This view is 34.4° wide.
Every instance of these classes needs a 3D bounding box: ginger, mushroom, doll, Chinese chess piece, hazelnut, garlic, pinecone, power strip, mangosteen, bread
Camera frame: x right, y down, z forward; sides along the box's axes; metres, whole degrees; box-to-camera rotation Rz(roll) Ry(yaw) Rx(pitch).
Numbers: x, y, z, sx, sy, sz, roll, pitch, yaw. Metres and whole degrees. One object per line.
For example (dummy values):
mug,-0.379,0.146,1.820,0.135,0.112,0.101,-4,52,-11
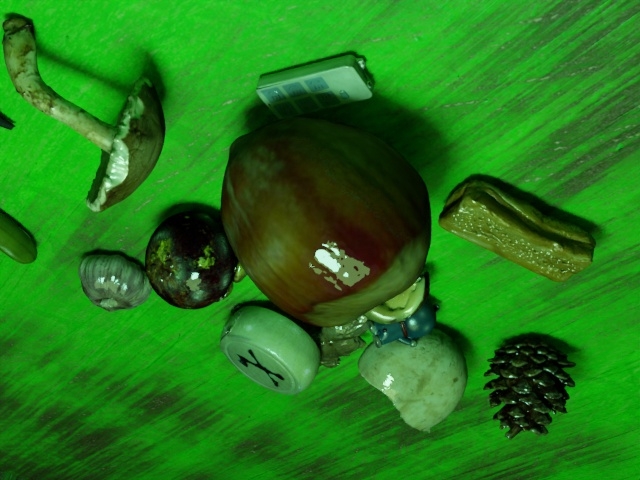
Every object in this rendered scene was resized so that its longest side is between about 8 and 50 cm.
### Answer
ginger,0.049,0.202,2.211,0.122,0.084,0.290,26,144,-10
mushroom,-0.385,-0.188,1.669,0.302,0.233,0.208,29,-178,17
doll,0.172,0.162,2.093,0.152,0.114,0.085,-24,-179,-4
Chinese chess piece,-0.113,0.239,2.251,0.238,0.092,0.237,26,152,15
hazelnut,0.008,-0.034,1.674,0.366,0.365,0.365,8,146,5
garlic,-0.434,0.095,2.181,0.147,0.102,0.159,-21,135,37
pinecone,0.435,0.307,2.148,0.184,0.204,0.179,-18,156,37
power strip,-0.009,-0.240,1.622,0.192,0.035,0.081,-9,141,29
mushroom,0.210,0.267,2.202,0.189,0.195,0.253,-38,127,8
mangosteen,-0.225,0.038,1.992,0.217,0.192,0.192,-2,161,-43
bread,0.344,-0.014,1.812,0.271,0.077,0.139,23,149,-14

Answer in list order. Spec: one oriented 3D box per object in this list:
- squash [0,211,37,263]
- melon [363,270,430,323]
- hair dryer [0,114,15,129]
squash,-0.668,-0.031,2.098,0.069,0.069,0.258,-14,139,33
melon,0.153,0.117,2.021,0.160,0.079,0.128,-21,176,15
hair dryer,-0.653,-0.245,1.787,0.128,0.070,0.255,-22,139,40
